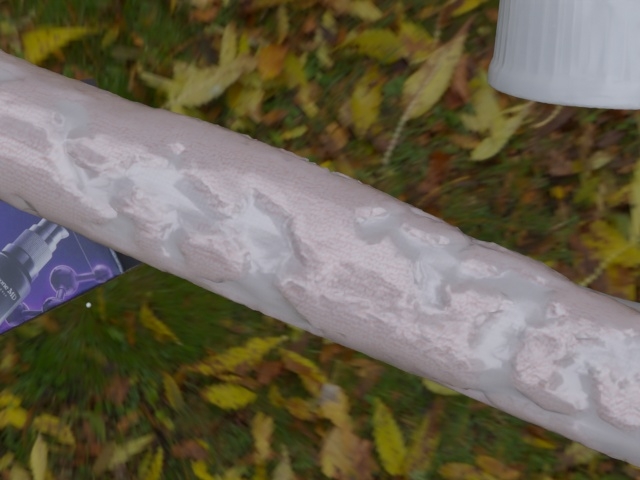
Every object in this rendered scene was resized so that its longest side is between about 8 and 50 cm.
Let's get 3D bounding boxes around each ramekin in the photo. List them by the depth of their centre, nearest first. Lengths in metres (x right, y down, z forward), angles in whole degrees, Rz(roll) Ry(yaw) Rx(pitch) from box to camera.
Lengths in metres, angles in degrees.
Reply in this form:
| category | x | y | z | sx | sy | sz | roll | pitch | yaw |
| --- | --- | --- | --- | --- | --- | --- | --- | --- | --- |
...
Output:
| category | x | y | z | sx | sy | sz | roll | pitch | yaw |
| --- | --- | --- | --- | --- | --- | --- | --- | --- | --- |
| ramekin | 0.321 | -0.234 | 1.861 | 0.277 | 0.277 | 0.135 | -2 | 107 | -8 |

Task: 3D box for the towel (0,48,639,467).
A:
| category | x | y | z | sx | sy | sz | roll | pitch | yaw |
| --- | --- | --- | --- | --- | --- | --- | --- | --- | --- |
| towel | 0.000 | 0.000 | 0.671 | 0.331 | 0.317 | 0.053 | 21 | 92 | 13 |

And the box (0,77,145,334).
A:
| category | x | y | z | sx | sy | sz | roll | pitch | yaw |
| --- | --- | --- | --- | --- | --- | --- | --- | --- | --- |
| box | -0.241 | -0.011 | 1.303 | 0.207 | 0.108 | 0.153 | -27 | 91 | 20 |
